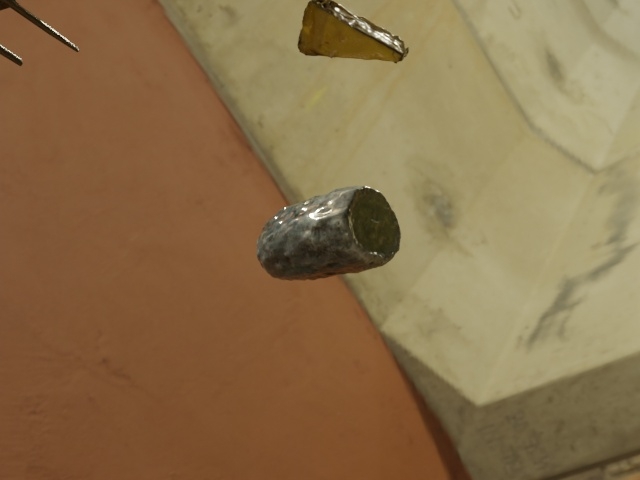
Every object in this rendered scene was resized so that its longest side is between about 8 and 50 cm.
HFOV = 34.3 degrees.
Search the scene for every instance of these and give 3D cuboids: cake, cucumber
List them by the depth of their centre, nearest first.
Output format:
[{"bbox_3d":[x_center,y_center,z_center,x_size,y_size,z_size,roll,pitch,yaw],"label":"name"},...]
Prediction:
[{"bbox_3d":[0.002,-0.001,0.739,0.064,0.112,0.064,11,-108,-38],"label":"cucumber"},{"bbox_3d":[0.055,-0.359,1.724,0.080,0.185,0.116,-74,-16,-48],"label":"cake"}]

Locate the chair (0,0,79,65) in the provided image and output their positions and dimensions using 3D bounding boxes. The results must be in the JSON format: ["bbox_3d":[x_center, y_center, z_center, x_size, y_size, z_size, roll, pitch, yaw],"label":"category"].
[{"bbox_3d":[-0.513,-0.425,1.642,0.272,0.166,0.188,36,-122,-47],"label":"chair"}]
